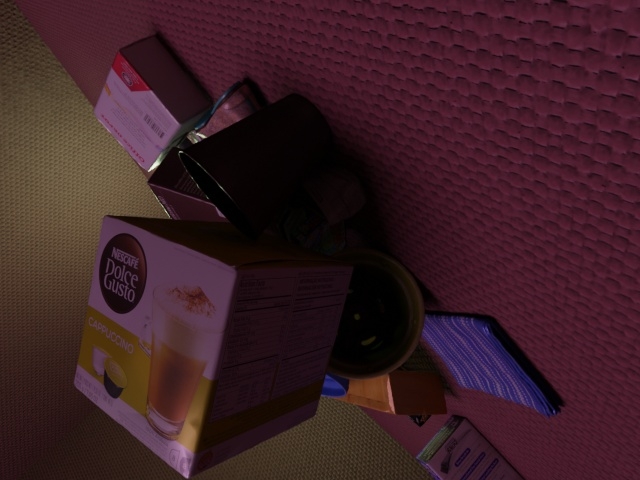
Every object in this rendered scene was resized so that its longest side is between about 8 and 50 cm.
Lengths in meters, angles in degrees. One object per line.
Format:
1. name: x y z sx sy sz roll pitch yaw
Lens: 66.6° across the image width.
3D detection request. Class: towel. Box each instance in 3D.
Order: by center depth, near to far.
1. towel: 0.331 0.256 1.056 0.243 0.040 0.336 50 163 -6

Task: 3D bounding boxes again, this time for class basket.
1. basket: -0.099 -0.147 0.881 0.204 0.227 0.154 48 163 2

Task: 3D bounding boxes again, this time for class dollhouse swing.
1. dollhouse swing: 0.165 0.335 1.467 0.315 0.304 0.347 15 166 -37

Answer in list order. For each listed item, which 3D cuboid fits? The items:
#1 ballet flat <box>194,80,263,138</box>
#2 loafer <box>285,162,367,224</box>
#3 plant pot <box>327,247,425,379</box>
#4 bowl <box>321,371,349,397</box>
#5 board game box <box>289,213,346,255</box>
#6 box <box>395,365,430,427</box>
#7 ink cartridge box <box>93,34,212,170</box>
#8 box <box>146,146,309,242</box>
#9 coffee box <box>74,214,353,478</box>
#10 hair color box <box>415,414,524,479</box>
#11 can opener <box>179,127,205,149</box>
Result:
1. ballet flat: -0.209 -0.265 1.108 0.106 0.107 0.316 46 166 -19
2. loafer: -0.043 -0.117 1.006 0.319 0.111 0.112 28 154 48
3. plant pot: 0.087 0.173 1.145 0.276 0.276 0.254 45 175 10
4. bowl: -0.101 0.315 1.323 0.391 0.077 0.391 18 154 9
5. board game box: 0.000 0.000 1.122 0.035 0.136 0.201 40 162 23
6. box: 0.241 0.490 1.728 0.322 0.079 0.257 34 156 39
7. ink cartridge box: -0.456 -0.356 1.305 0.226 0.131 0.306 50 145 -12
8. box: -0.230 -0.094 1.263 0.382 0.143 0.191 19 153 19
9. coffee box: -0.193 0.152 0.913 0.338 0.334 0.338 18 -171 33
10. hair color box: 0.481 0.727 1.482 0.339 0.185 0.110 47 164 3
11. can opener: -0.409 -0.347 1.439 0.074 0.093 0.280 25 147 54
